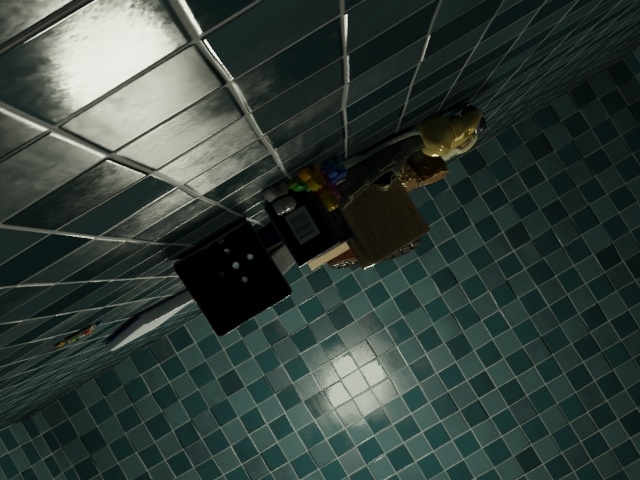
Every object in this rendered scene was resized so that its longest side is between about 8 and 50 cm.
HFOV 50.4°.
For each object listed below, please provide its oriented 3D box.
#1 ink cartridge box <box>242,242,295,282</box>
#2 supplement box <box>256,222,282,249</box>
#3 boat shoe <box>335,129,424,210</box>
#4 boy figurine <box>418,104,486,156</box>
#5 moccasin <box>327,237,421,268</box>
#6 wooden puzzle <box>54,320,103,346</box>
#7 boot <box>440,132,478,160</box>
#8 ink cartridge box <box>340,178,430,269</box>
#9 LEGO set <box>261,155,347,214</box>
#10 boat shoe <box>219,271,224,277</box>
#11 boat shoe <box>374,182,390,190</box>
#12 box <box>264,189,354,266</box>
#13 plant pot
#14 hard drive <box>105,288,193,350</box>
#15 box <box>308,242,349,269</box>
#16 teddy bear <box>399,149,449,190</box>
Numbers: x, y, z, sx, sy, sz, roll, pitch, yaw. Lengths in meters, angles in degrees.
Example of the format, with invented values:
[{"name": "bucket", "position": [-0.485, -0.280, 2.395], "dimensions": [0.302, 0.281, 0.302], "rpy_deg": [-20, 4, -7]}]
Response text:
[{"name": "ink cartridge box", "position": [-0.127, 0.039, 1.986], "dimensions": [0.261, 0.066, 0.296], "rpy_deg": [-25, -165, 47]}, {"name": "supplement box", "position": [-0.146, -0.001, 1.819], "dimensions": [0.083, 0.056, 0.083], "rpy_deg": [-30, 177, -12]}, {"name": "boat shoe", "position": [0.131, -0.163, 1.550], "dimensions": [0.305, 0.091, 0.109], "rpy_deg": [-29, 177, -30]}, {"name": "boy figurine", "position": [0.319, -0.269, 1.707], "dimensions": [0.177, 0.092, 0.285], "rpy_deg": [-33, 176, 35]}, {"name": "moccasin", "position": [0.191, 0.007, 2.505], "dimensions": [0.380, 0.147, 0.139], "rpy_deg": [-14, 167, 38]}, {"name": "wooden puzzle", "position": [-0.589, 0.232, 1.670], "dimensions": [0.116, 0.014, 0.078], "rpy_deg": [-31, 177, -13]}, {"name": "boot", "position": [0.395, -0.294, 2.214], "dimensions": [0.165, 0.077, 0.213], "rpy_deg": [-26, 177, -42]}, {"name": "ink cartridge box", "position": [0.137, -0.073, 1.752], "dimensions": [0.193, 0.235, 0.088], "rpy_deg": [-29, 177, -24]}, {"name": "LEGO set", "position": [-0.001, -0.096, 1.330], "dimensions": [0.087, 0.093, 0.227], "rpy_deg": [-33, 176, 36]}, {"name": "boat shoe", "position": [-0.321, 0.134, 2.061], "dimensions": [0.114, 0.091, 0.302], "rpy_deg": [-4, 172, -8]}, {"name": "boat shoe", "position": [0.145, -0.152, 1.653], "dimensions": [0.056, 0.048, 0.153], "rpy_deg": [-21, -151, -2]}, {"name": "box", "position": [-0.019, -0.040, 1.520], "dimensions": [0.108, 0.153, 0.207], "rpy_deg": [-31, 176, 12]}, {"name": "plant pot", "position": [-0.190, 0.071, 1.514], "dimensions": [0.187, 0.188, 0.167], "rpy_deg": [-31, -171, 1]}, {"name": "hard drive", "position": [-0.554, 0.259, 2.213], "dimensions": [0.210, 0.040, 0.318], "rpy_deg": [-29, 176, -42]}, {"name": "box", "position": [0.000, 0.000, 2.384], "dimensions": [0.164, 0.021, 0.201], "rpy_deg": [-30, 134, -2]}, {"name": "teddy bear", "position": [0.211, -0.189, 2.048], "dimensions": [0.338, 0.113, 0.245], "rpy_deg": [-24, 172, 17]}]
